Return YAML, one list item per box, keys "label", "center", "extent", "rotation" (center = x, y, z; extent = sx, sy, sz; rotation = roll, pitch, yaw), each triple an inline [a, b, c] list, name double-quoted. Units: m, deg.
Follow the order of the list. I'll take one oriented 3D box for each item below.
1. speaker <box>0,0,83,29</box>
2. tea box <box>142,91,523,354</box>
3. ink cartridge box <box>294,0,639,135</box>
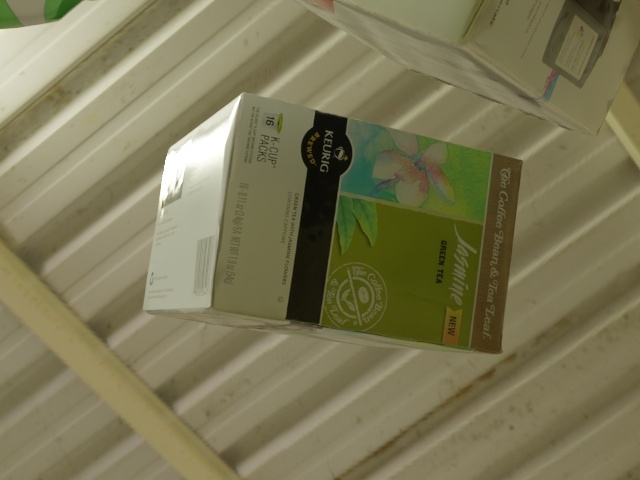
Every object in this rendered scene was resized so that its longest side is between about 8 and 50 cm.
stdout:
- label: "speaker"
  center: [-0.042, -0.199, 0.447]
  extent: [0.296, 0.131, 0.131]
  rotation: [-21, -74, -4]
- label: "tea box"
  center: [0.000, 0.000, 1.091]
  extent: [0.323, 0.329, 0.220]
  rotation: [9, -97, -20]
- label: "ink cartridge box"
  center: [0.103, -0.201, 0.754]
  extent: [0.226, 0.306, 0.131]
  rotation: [28, -80, 29]
